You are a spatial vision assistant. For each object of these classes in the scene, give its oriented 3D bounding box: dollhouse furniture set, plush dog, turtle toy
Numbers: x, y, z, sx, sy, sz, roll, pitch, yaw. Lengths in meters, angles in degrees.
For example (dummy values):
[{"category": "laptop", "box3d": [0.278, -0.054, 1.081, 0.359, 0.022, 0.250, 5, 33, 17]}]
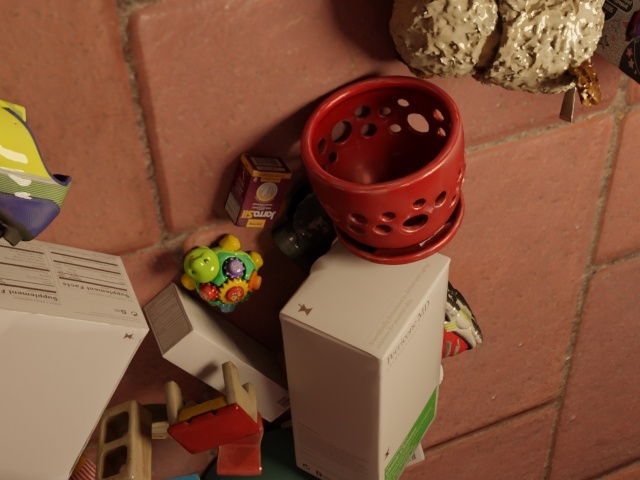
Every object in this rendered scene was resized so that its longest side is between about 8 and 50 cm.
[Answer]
[{"category": "dollhouse furniture set", "box3d": [-0.231, 0.326, 1.256, 0.374, 0.152, 0.201, -21, 136, 14]}, {"category": "plush dog", "box3d": [0.187, -0.237, 1.049, 0.225, 0.211, 0.262, 3, 151, -5]}, {"category": "turtle toy", "box3d": [-0.129, 0.045, 1.213, 0.095, 0.066, 0.130, -42, 134, 8]}]

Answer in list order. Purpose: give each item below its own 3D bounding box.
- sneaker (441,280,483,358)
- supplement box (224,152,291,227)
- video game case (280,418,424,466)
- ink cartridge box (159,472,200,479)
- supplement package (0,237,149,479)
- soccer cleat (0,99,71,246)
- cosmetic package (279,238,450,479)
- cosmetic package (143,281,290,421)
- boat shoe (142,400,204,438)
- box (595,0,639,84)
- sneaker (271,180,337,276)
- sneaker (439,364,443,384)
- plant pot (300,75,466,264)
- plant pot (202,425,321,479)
[{"category": "sneaker", "box3d": [0.145, 0.105, 1.396, 0.118, 0.107, 0.279, -32, 133, 12]}, {"category": "supplement box", "box3d": [-0.078, -0.061, 1.170, 0.055, 0.043, 0.083, 0, 126, -31]}, {"category": "video game case", "box3d": [0.059, 0.335, 1.573, 0.206, 0.026, 0.227, -21, 135, -3]}, {"category": "ink cartridge box", "box3d": [-0.237, 0.506, 1.419, 0.168, 0.233, 0.171, -5, 128, -26]}, {"category": "supplement package", "box3d": [-0.360, 0.143, 1.111, 0.204, 0.145, 0.262, 13, 118, -36]}, {"category": "soccer cleat", "box3d": [-0.365, -0.116, 0.953, 0.121, 0.093, 0.289, -55, 135, -22]}, {"category": "cosmetic package", "box3d": [0.062, 0.177, 1.300, 0.197, 0.155, 0.366, -51, 153, -34]}, {"category": "cosmetic package", "box3d": [-0.132, 0.156, 1.284, 0.060, 0.099, 0.239, -39, 134, 9]}, {"category": "boat shoe", "box3d": [-0.206, 0.264, 1.369, 0.135, 0.050, 0.045, 8, 126, -22]}, {"category": "box", "box3d": [0.450, -0.261, 1.155, 0.163, 0.247, 0.142, -4, 127, -26]}, {"category": "sneaker", "box3d": [-0.001, -0.002, 1.257, 0.089, 0.051, 0.170, -38, 132, 8]}, {"category": "sneaker", "box3d": [0.167, 0.234, 1.555, 0.043, 0.040, 0.109, 2, 125, -28]}, {"category": "plant pot", "box3d": [0.084, -0.074, 1.149, 0.191, 0.191, 0.174, -26, 138, -8]}, {"category": "plant pot", "box3d": [-0.028, 0.473, 1.481, 0.293, 0.235, 0.293, -10, 133, -11]}]
